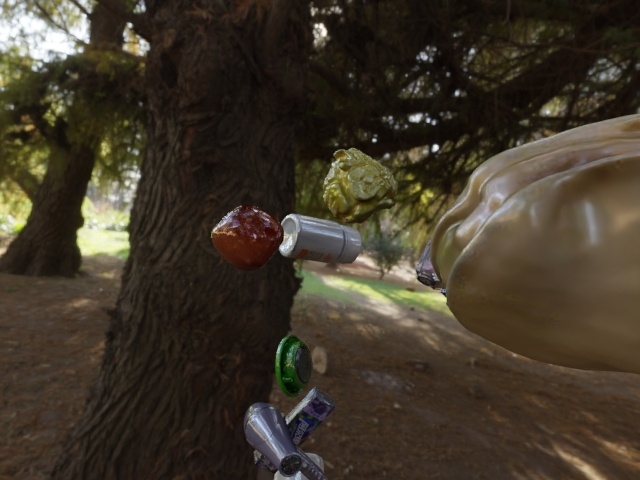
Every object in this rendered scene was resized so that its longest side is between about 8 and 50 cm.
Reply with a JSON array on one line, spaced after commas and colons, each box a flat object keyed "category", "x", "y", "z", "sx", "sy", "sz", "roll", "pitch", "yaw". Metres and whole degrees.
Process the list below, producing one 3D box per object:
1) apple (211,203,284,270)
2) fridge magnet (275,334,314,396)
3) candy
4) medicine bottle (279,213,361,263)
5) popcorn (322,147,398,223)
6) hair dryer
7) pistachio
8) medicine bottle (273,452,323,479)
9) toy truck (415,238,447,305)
[{"category": "apple", "x": -0.196, "y": -0.011, "z": 1.312, "sx": 0.168, "sy": 0.181, "sz": 0.181, "roll": 47, "pitch": -10, "yaw": -11}, {"category": "fridge magnet", "x": -0.089, "y": 0.426, "z": 1.630, "sx": 0.088, "sy": 0.208, "sz": 0.208, "roll": -10, "pitch": -9, "yaw": 23}, {"category": "candy", "x": -0.084, "y": 0.587, "z": 1.468, "sx": 0.088, "sy": 0.312, "sz": 0.061, "roll": 36, "pitch": 11, "yaw": -17}, {"category": "medicine bottle", "x": 0.000, "y": 0.000, "z": 1.535, "sx": 0.252, "sy": 0.145, "sz": 0.144, "roll": 7, "pitch": 0, "yaw": -32}, {"category": "popcorn", "x": 0.097, "y": -0.127, "z": 1.211, "sx": 0.187, "sy": 0.185, "sz": 0.167, "roll": 11, "pitch": 40, "yaw": -42}, {"category": "hair dryer", "x": -0.055, "y": 0.615, "z": 1.331, "sx": 0.361, "sy": 0.121, "sz": 0.301, "roll": 48, "pitch": -14, "yaw": -21}, {"category": "pistachio", "x": 0.363, "y": 0.020, "z": 0.575, "sx": 0.445, "sy": 0.281, "sz": 0.365, "roll": 4, "pitch": -46, "yaw": 2}, {"category": "medicine bottle", "x": -0.082, "y": 0.863, "z": 1.581, "sx": 0.161, "sy": 0.296, "sz": 0.111, "roll": -1, "pitch": -29, "yaw": 17}, {"category": "toy truck", "x": 0.376, "y": 0.107, "z": 1.187, "sx": 0.268, "sy": 0.124, "sz": 0.155, "roll": 39, "pitch": -20, "yaw": -26}]
